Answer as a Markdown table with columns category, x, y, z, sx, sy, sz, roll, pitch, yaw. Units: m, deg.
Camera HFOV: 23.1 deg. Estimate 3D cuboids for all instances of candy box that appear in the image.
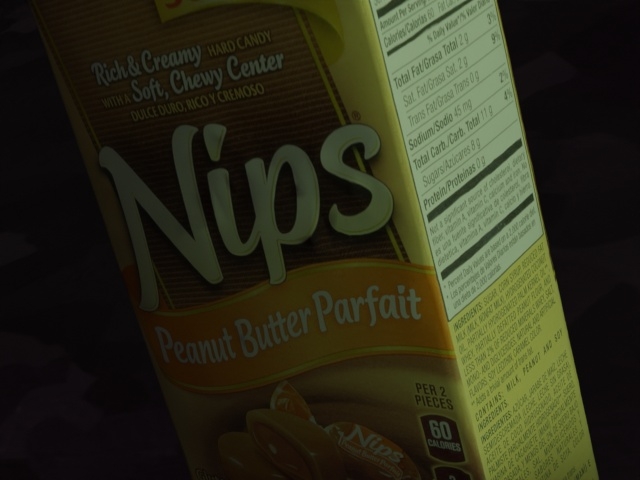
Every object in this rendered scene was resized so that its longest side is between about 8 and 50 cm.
| category | x | y | z | sx | sy | sz | roll | pitch | yaw |
| --- | --- | --- | --- | --- | --- | --- | --- | --- | --- |
| candy box | 0.000 | 0.000 | 0.673 | 0.183 | 0.316 | 0.087 | 6 | 32 | 39 |
